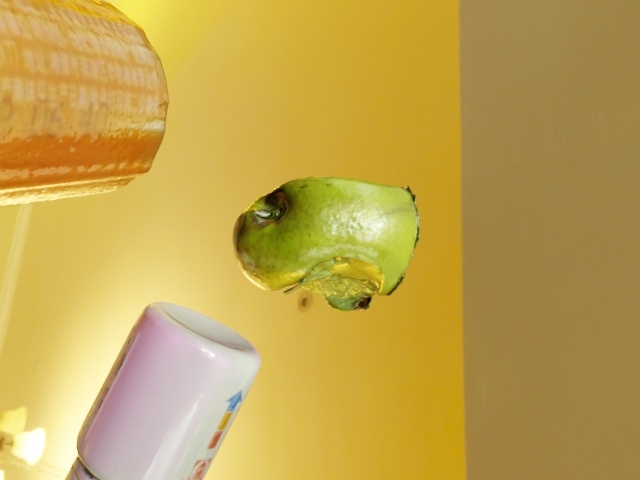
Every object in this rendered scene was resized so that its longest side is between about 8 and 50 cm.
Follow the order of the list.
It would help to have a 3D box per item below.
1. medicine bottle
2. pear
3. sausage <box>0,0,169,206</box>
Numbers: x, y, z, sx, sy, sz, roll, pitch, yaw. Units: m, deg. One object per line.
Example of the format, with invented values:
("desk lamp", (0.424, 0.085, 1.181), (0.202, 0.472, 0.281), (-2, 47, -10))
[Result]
("medicine bottle", (-0.184, 0.209, 0.718), (0.152, 0.152, 0.254), (29, -89, 54))
("pear", (0.000, 0.000, 1.021), (0.238, 0.256, 0.163), (-39, -133, 44))
("sausage", (-0.313, -0.142, 0.601), (0.233, 0.287, 0.232), (3, -80, 15))
